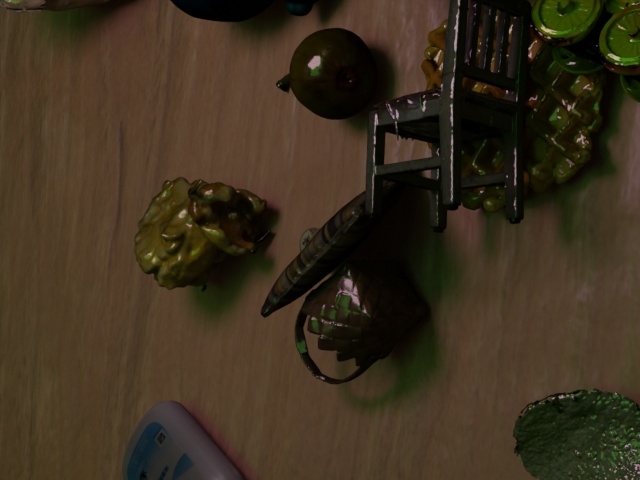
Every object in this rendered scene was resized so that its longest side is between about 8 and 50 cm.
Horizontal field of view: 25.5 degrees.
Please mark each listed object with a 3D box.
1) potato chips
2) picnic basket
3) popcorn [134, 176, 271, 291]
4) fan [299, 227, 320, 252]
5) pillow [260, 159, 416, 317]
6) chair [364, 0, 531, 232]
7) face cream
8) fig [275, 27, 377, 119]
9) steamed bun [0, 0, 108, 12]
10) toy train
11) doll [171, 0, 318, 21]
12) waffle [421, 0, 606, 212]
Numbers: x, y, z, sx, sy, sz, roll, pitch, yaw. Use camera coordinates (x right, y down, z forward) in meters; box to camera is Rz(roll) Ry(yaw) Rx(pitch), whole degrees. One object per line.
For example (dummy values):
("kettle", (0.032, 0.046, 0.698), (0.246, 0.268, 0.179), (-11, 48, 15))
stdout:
("potato chips", (0.312, 0.252, 1.567), (0.228, 0.059, 0.167), (39, 117, 38))
("picnic basket", (0.032, 0.109, 1.826), (0.178, 0.138, 0.128), (-40, 65, 34))
("popcorn", (-0.182, -0.012, 2.058), (0.195, 0.173, 0.168), (-2, 39, 52))
("fan", (-0.006, -0.001, 1.986), (0.060, 0.003, 0.080), (33, 107, 44))
("pillow", (0.025, -0.005, 1.828), (0.052, 0.208, 0.212), (43, 121, 2))
("chair", (0.149, -0.154, 1.668), (0.147, 0.136, 0.270), (-6, 79, 46))
("face cream", (-0.170, 0.382, 2.035), (0.337, 0.080, 0.163), (43, 113, 42))
("fig", (-0.002, -0.229, 1.971), (0.236, 0.124, 0.124), (-171, 90, -70))
("steamed bun", (-0.435, -0.538, 2.371), (0.394, 0.237, 0.346), (-36, 78, 2))
("toy train", (0.368, -0.228, 1.537), (0.296, 0.100, 0.160), (33, 81, 35))
("doll", (-0.112, -0.405, 2.035), (0.322, 0.198, 0.186), (12, 105, 38))
("waffle", (0.230, -0.184, 1.730), (0.281, 0.058, 0.301), (-38, 57, 35))
